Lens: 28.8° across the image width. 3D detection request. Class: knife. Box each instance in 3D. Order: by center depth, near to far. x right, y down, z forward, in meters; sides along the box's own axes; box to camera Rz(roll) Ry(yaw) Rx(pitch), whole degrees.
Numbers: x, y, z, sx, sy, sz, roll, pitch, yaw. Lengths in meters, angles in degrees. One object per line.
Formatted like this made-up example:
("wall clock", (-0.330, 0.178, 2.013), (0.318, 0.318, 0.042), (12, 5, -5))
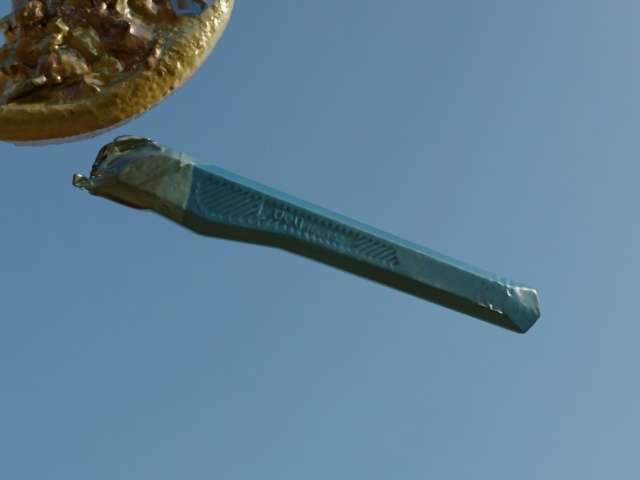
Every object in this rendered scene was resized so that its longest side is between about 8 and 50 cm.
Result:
("knife", (-0.001, 0.001, 0.742), (0.296, 0.044, 0.026), (21, -21, -13))

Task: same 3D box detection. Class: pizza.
("pizza", (-0.240, -0.211, 1.435), (0.268, 0.258, 0.087), (8, -24, -10))

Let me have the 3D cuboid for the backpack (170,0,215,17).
("backpack", (-0.049, -0.280, 0.414), (0.201, 0.378, 0.353), (27, -100, -6))
